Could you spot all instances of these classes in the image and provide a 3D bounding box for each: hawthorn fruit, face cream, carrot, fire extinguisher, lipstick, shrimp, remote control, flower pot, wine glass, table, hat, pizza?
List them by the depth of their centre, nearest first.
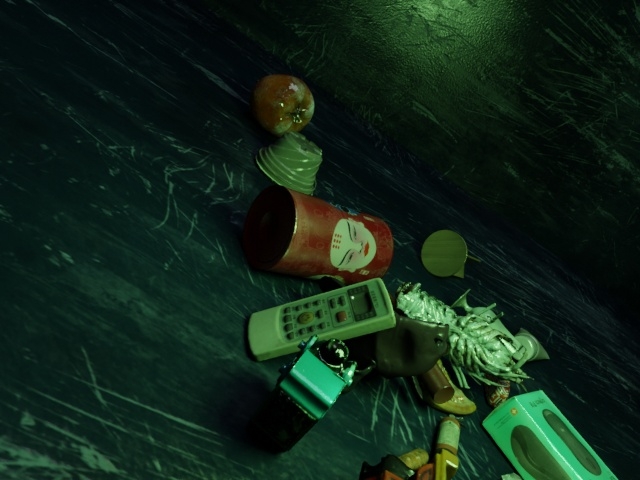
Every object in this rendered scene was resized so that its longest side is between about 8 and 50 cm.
[{"bbox_3d":[0.151,0.420,1.001,0.165,0.036,0.036,5,40,-47],"label":"carrot"},{"bbox_3d":[-0.003,0.151,1.043,0.123,0.285,0.038,-101,177,-56],"label":"remote control"},{"bbox_3d":[0.274,0.422,1.141,0.062,0.050,0.177,15,20,15],"label":"fire extinguisher"},{"bbox_3d":[0.111,0.225,1.178,0.336,0.209,0.238,21,-1,39],"label":"hat"},{"bbox_3d":[0.220,0.249,1.320,0.057,0.057,0.357,23,21,-29],"label":"lipstick"},{"bbox_3d":[0.295,0.336,1.322,0.185,0.052,0.195,24,29,-32],"label":"pizza"},{"bbox_3d":[0.361,0.237,1.325,0.410,0.221,0.166,34,-10,10],"label":"shrimp"},{"bbox_3d":[0.512,0.267,1.679,0.231,0.103,0.103,47,26,12],"label":"wine glass"},{"bbox_3d":[-0.084,-0.264,1.761,0.235,0.141,0.236,32,25,-17],"label":"flower pot"},{"bbox_3d":[0.703,0.358,1.821,0.143,0.089,0.314,50,16,25],"label":"face cream"},{"bbox_3d":[0.489,0.062,1.970,0.167,0.167,0.226,52,19,29],"label":"table"},{"bbox_3d":[-0.160,-0.498,1.993,0.262,0.232,0.235,3,9,16],"label":"hawthorn fruit"}]

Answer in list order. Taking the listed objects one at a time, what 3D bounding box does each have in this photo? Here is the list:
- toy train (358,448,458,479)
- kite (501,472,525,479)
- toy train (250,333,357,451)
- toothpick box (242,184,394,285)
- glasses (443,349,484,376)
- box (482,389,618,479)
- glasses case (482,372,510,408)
[{"bbox_3d":[0.115,0.453,0.752,0.231,0.163,0.369,29,24,2],"label":"toy train"},{"bbox_3d":[0.470,0.604,1.130,0.141,0.015,0.245,24,26,-32],"label":"kite"},{"bbox_3d":[-0.027,0.246,0.879,0.107,0.198,0.154,38,37,5],"label":"toy train"},{"bbox_3d":[0.000,0.000,1.332,0.333,0.204,0.204,14,33,-42],"label":"toothpick box"},{"bbox_3d":[0.375,0.274,1.495,0.220,0.088,0.190,26,26,-24],"label":"glasses"},{"bbox_3d":[0.558,0.517,1.273,0.205,0.118,0.311,10,36,-47],"label":"box"},{"bbox_3d":[0.485,0.381,1.472,0.049,0.073,0.194,31,25,-1],"label":"glasses case"}]
